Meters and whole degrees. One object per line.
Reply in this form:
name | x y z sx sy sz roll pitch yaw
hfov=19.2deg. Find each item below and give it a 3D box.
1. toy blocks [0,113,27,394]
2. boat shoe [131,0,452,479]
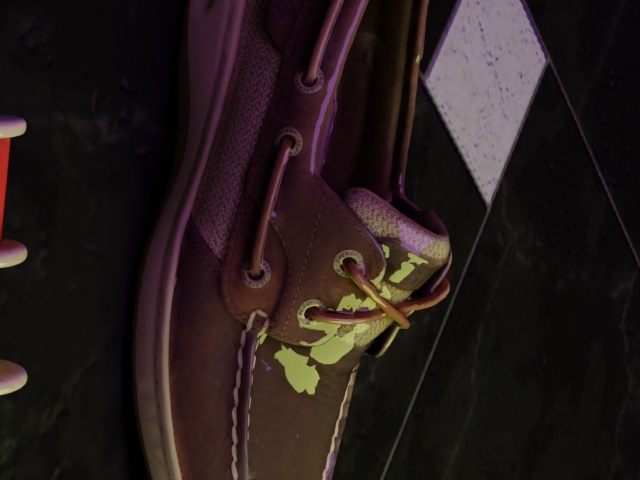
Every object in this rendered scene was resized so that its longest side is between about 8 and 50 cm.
toy blocks | -0.157 -0.012 0.697 0.123 0.054 0.148 -12 105 -58
boat shoe | 0.000 0.000 0.894 0.123 0.123 0.342 11 85 -59
